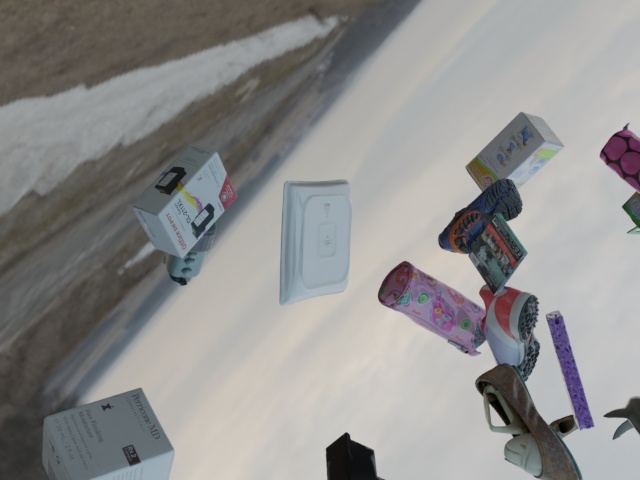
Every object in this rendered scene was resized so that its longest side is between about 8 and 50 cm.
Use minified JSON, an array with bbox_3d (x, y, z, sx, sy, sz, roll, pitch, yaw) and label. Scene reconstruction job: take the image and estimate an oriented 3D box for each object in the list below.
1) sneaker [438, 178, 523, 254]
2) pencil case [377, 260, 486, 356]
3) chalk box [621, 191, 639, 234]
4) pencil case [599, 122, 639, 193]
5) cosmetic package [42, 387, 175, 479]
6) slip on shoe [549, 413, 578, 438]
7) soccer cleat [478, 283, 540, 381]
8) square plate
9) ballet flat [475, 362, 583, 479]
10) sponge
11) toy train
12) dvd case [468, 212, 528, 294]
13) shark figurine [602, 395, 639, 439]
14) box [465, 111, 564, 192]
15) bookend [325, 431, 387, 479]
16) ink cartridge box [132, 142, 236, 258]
[{"bbox_3d":[0.300,-0.049,1.713,0.221,0.083,0.087,-35,-167,-31],"label":"sneaker"},{"bbox_3d":[0.270,0.160,2.070,0.124,0.284,0.124,-42,-151,30],"label":"pencil case"},{"bbox_3d":[0.900,-0.080,2.367,0.132,0.132,0.213,1,136,-40],"label":"chalk box"},{"bbox_3d":[0.691,-0.151,1.895,0.098,0.209,0.095,-14,139,-27],"label":"pencil case"},{"bbox_3d":[-0.377,0.383,1.589,0.183,0.151,0.151,-15,141,-31],"label":"cosmetic package"},{"bbox_3d":[0.638,0.495,2.376,0.041,0.051,0.135,-6,158,-39],"label":"slip on shoe"},{"bbox_3d":[0.408,0.214,1.971,0.108,0.116,0.318,-47,144,-29],"label":"soccer cleat"},{"bbox_3d":[0.000,0.000,2.580,0.347,0.049,0.344,-8,102,-58],"label":"square plate"},{"bbox_3d":[0.395,0.380,1.775,0.316,0.106,0.108,-117,-158,-47],"label":"ballet flat"},{"bbox_3d":[0.463,0.239,1.678,0.031,0.210,0.117,-16,177,11],"label":"sponge"},{"bbox_3d":[-0.365,-0.018,2.467,0.334,0.142,0.190,118,-31,-51],"label":"toy train"},{"bbox_3d":[0.291,0.023,1.485,0.013,0.087,0.119,-14,148,-28],"label":"dvd case"},{"bbox_3d":[0.690,0.393,2.015,0.116,0.166,0.278,-14,173,7],"label":"shark figurine"},{"bbox_3d":[0.477,-0.206,2.221,0.114,0.103,0.203,2,139,-51],"label":"box"},{"bbox_3d":[0.094,0.502,1.860,0.072,0.156,0.157,-44,-149,30],"label":"bookend"},{"bbox_3d":[-0.251,-0.073,1.684,0.175,0.072,0.127,-52,144,-26],"label":"ink cartridge box"}]
